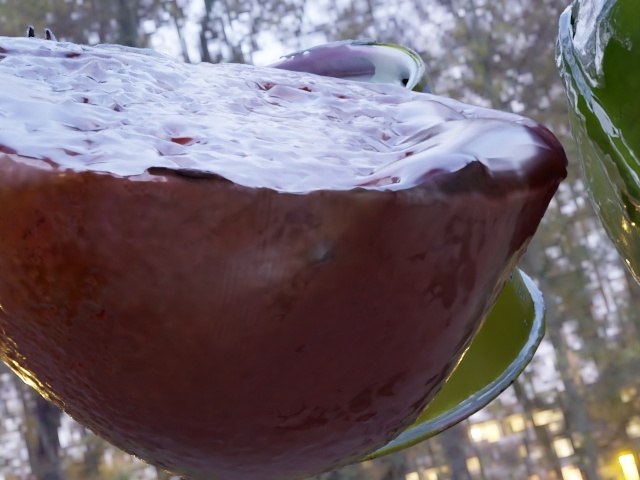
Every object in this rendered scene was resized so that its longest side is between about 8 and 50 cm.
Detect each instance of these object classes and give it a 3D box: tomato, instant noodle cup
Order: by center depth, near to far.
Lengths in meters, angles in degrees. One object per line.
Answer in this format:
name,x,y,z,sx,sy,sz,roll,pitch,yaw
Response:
tomato,-0.037,0.016,0.593,0.309,0.170,0.309,5,16,-2
instant noodle cup,0.000,0.000,0.960,0.264,0.200,0.264,-18,26,9

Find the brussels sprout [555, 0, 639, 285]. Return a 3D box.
brussels sprout,0.330,-0.089,0.938,0.342,0.361,0.425,-54,-2,-6
